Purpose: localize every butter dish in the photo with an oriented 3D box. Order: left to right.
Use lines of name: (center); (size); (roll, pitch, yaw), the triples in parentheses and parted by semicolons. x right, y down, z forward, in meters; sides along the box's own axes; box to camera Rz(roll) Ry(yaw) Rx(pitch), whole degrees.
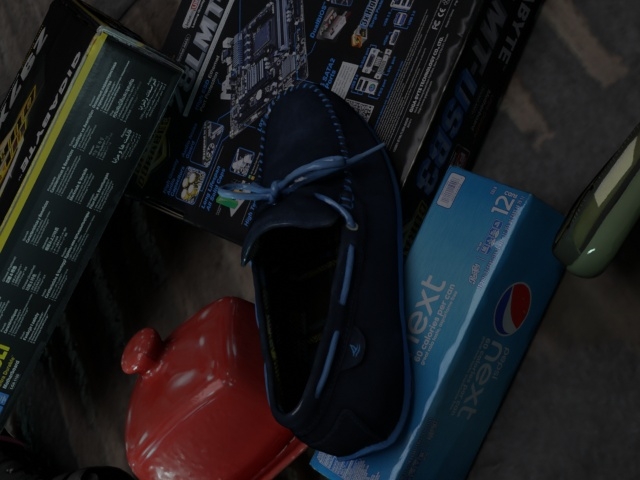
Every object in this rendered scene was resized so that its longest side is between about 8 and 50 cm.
butter dish: (-0.082, 0.102, 0.731); (0.160, 0.118, 0.160); (-44, 21, 20)

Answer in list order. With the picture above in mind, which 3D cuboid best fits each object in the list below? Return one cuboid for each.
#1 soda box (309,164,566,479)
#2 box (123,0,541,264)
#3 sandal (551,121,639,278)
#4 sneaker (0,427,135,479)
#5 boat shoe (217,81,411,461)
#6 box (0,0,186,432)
soda box: (0.079, 0.066, 0.671); (0.067, 0.071, 0.210); (26, 91, 44)
box: (-0.004, -0.129, 0.812); (0.293, 0.073, 0.295); (21, 88, 42)
sandal: (0.249, -0.088, 0.586); (0.086, 0.120, 0.303); (41, 104, 12)
sneaker: (-0.215, 0.198, 0.843); (0.147, 0.104, 0.295); (-45, 57, 14)
boat shoe: (0.000, 0.000, 0.656); (0.109, 0.089, 0.258); (-34, 52, 28)
box: (-0.242, -0.039, 0.900); (0.322, 0.079, 0.257); (-61, 25, 7)
